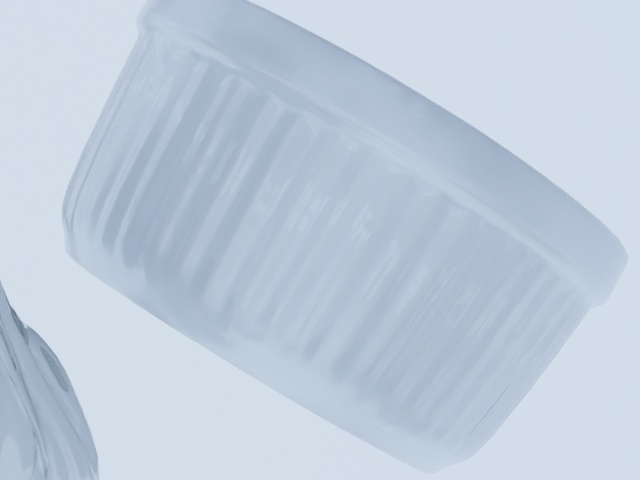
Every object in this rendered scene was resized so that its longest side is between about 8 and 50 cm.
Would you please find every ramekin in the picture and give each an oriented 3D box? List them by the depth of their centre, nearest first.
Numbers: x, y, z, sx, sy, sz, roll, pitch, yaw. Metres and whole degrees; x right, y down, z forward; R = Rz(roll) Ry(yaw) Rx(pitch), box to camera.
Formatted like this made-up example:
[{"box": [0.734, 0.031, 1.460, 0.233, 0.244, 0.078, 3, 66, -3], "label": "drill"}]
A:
[{"box": [0.000, 0.000, 0.646, 0.207, 0.207, 0.109, 28, -94, 49], "label": "ramekin"}]

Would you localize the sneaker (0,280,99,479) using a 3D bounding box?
[{"box": [-0.146, 0.001, 0.524, 0.232, 0.090, 0.115, 59, 4, 11], "label": "sneaker"}]
